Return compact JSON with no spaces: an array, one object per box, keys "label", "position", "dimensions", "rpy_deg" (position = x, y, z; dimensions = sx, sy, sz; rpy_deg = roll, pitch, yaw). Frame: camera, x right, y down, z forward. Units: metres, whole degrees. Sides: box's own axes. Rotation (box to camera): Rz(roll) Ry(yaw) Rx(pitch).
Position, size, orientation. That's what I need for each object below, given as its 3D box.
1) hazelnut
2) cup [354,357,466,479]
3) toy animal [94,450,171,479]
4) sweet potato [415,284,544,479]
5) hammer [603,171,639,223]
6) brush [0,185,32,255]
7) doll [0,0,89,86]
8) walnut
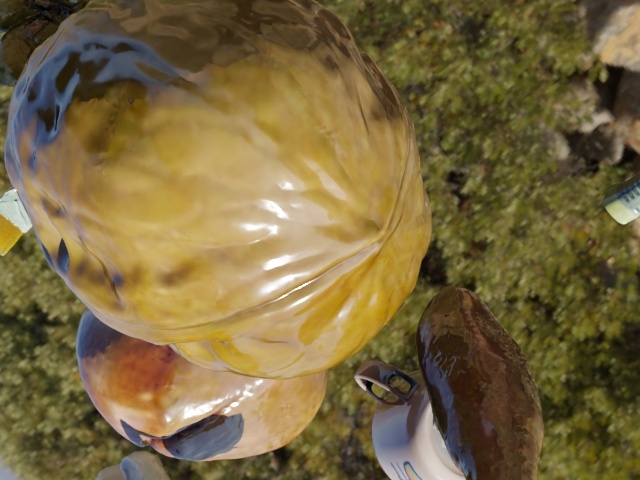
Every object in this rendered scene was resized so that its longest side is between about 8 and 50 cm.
[{"label":"hazelnut","position":[-0.166,0.152,1.356],"dimensions":[0.372,0.315,0.372],"rpy_deg":[23,177,1]},{"label":"cup","position":[0.163,0.252,1.333],"dimensions":[0.253,0.191,0.200],"rpy_deg":[39,164,0]},{"label":"toy animal","position":[-0.179,0.316,0.817],"dimensions":[0.194,0.258,0.357],"rpy_deg":[3,170,4]},{"label":"sweet potato","position":[0.147,0.172,0.827],"dimensions":[0.385,0.109,0.109],"rpy_deg":[-92,-14,-53]},{"label":"hammer","position":[0.398,-0.092,0.995],"dimensions":[0.041,0.159,0.226],"rpy_deg":[49,128,-1]},{"label":"brush","position":[-0.483,-0.119,1.689],"dimensions":[0.085,0.336,0.020],"rpy_deg":[46,163,-25]},{"label":"doll","position":[-0.294,-0.244,1.031],"dimensions":[0.137,0.209,0.097],"rpy_deg":[18,144,-25]},{"label":"walnut","position":[-0.089,-0.051,0.809],"dimensions":[0.398,0.308,0.354],"rpy_deg":[18,160,49]}]
